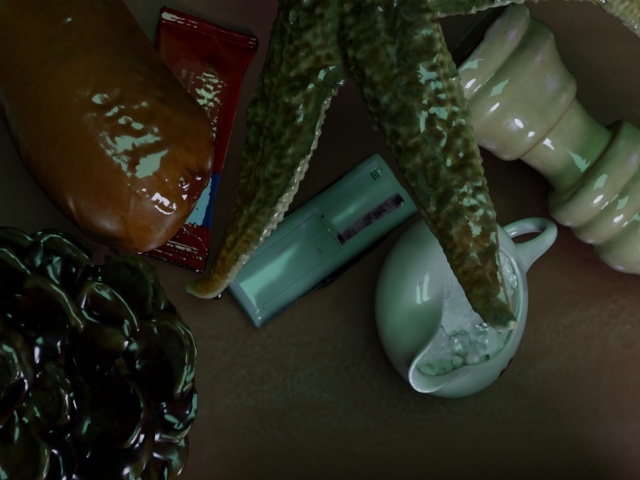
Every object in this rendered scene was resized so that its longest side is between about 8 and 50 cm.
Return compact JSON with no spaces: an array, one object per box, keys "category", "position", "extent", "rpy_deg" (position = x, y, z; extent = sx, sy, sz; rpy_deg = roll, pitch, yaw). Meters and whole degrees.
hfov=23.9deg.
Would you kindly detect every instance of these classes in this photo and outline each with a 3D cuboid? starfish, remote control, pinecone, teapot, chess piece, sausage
[{"category":"starfish","position":[0.040,-0.136,1.077],"extent":[0.398,0.132,0.384],"rpy_deg":[7,85,24]},{"category":"remote control","position":[0.000,0.000,1.184],"extent":[0.166,0.029,0.065],"rpy_deg":[-36,90,-16]},{"category":"pinecone","position":[-0.200,0.107,1.006],"extent":[0.243,0.257,0.244],"rpy_deg":[-1,94,-8]},{"category":"teapot","position":[0.105,0.042,1.165],"extent":[0.226,0.092,0.145],"rpy_deg":[-44,123,-36]},{"category":"chess piece","position":[0.221,-0.049,1.198],"extent":[0.307,0.139,0.124],"rpy_deg":[43,89,-7]},{"category":"sausage","position":[-0.172,-0.107,1.097],"extent":[0.133,0.133,0.258],"rpy_deg":[-28,73,-16]}]

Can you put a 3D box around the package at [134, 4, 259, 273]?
[{"category":"package","position":[-0.107,-0.080,1.175],"extent":[0.083,0.022,0.200],"rpy_deg":[15,77,-11]}]
